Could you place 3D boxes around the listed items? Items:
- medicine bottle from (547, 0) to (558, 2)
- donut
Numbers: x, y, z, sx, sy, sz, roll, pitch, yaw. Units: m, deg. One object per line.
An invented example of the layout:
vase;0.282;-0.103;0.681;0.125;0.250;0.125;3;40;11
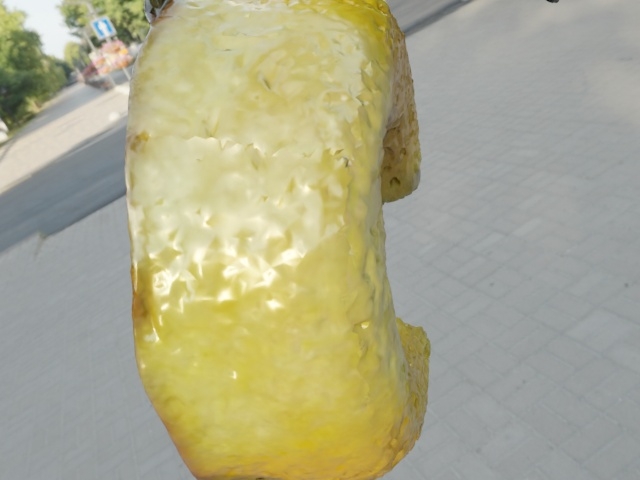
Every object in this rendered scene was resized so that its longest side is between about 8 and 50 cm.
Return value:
medicine bottle;0.131;-0.276;0.456;0.201;0.171;0.052;-59;-1;-41
donut;0.000;0.000;0.484;0.164;0.434;0.378;0;-6;13
